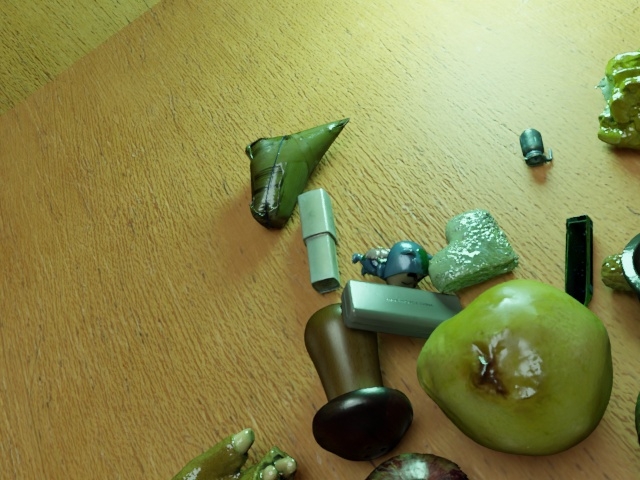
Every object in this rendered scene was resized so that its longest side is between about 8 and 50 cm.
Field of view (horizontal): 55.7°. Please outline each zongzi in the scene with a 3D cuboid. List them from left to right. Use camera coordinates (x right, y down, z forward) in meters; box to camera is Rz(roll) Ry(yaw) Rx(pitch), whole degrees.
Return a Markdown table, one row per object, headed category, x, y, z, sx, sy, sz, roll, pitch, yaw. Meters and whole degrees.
| category | x | y | z | sx | sy | sz | roll | pitch | yaw |
| --- | --- | --- | --- | --- | --- | --- | --- | --- | --- |
| zongzi | -0.043 | -0.175 | 1.557 | 0.289 | 0.123 | 0.260 | -14 | 60 | 12 |

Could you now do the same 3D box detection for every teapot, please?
| category | x | y | z | sx | sy | sz | roll | pitch | yaw |
| --- | --- | --- | --- | --- | --- | --- | --- | --- | --- |
| teapot | 0.487 | -0.209 | 1.379 | 0.049 | 0.063 | 0.083 | -33 | 47 | 44 |

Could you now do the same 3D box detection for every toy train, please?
| category | x | y | z | sx | sy | sz | roll | pitch | yaw |
| --- | --- | --- | --- | --- | --- | --- | --- | --- | --- |
| toy train | 0.514 | 0.051 | 1.198 | 0.044 | 0.042 | 0.209 | -15 | 53 | 44 |

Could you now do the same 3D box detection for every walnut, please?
| category | x | y | z | sx | sy | sz | roll | pitch | yaw |
| --- | --- | --- | --- | --- | --- | --- | --- | --- | --- |
| walnut | 0.581 | 0.062 | 1.140 | 0.096 | 0.083 | 0.079 | 5 | 35 | 30 |

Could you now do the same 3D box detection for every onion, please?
| category | x | y | z | sx | sy | sz | roll | pitch | yaw |
| --- | --- | --- | --- | --- | --- | --- | --- | --- | --- |
| onion | 0.162 | 0.474 | 1.003 | 0.246 | 0.190 | 0.246 | -11 | 39 | 9 |

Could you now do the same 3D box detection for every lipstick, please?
| category | x | y | z | sx | sy | sz | roll | pitch | yaw |
| --- | --- | --- | --- | --- | --- | --- | --- | --- | --- |
| lipstick | 0.000 | 0.000 | 1.449 | 0.077 | 0.079 | 0.253 | -18 | 56 | 13 |

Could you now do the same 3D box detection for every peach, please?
| category | x | y | z | sx | sy | sz | roll | pitch | yaw |
| --- | --- | --- | --- | --- | --- | --- | --- | --- | --- |
| peach | 0.334 | 0.217 | 1.017 | 0.314 | 0.316 | 0.282 | -29 | 68 | -4 |

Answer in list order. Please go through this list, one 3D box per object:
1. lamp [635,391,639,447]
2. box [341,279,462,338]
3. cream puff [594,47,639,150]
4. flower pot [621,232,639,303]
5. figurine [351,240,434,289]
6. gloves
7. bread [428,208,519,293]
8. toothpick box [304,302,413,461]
| category | x | y | z | sx | sy | sz | roll | pitch | yaw |
| --- | --- | --- | --- | --- | --- | --- | --- | --- | --- |
| lamp | 0.619 | 0.272 | 0.891 | 0.284 | 0.250 | 0.250 | -22 | 52 | -7 |
| box | 0.165 | 0.140 | 1.205 | 0.243 | 0.055 | 0.103 | 10 | 38 | -12 |
| cream puff | 0.678 | -0.305 | 1.266 | 0.194 | 0.195 | 0.221 | -2 | 62 | 24 |
| flower pot | 0.645 | 0.099 | 1.004 | 0.268 | 0.166 | 0.269 | -12 | 31 | 8 |
| figurine | 0.154 | 0.073 | 1.322 | 0.178 | 0.114 | 0.145 | 0 | 67 | 38 |
| gloves | -0.185 | 0.503 | 1.168 | 0.356 | 0.155 | 0.203 | -36 | 43 | 20 |
| bread | 0.327 | 0.026 | 1.263 | 0.172 | 0.064 | 0.232 | 22 | 58 | 20 |
| toothpick box | 0.064 | 0.274 | 1.183 | 0.192 | 0.192 | 0.294 | -23 | 48 | 10 |
